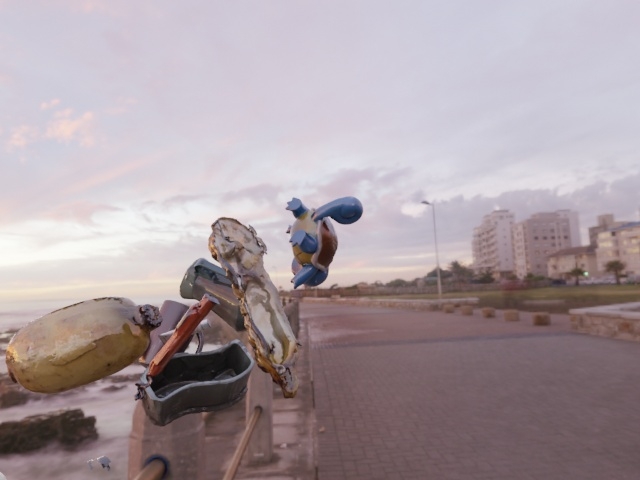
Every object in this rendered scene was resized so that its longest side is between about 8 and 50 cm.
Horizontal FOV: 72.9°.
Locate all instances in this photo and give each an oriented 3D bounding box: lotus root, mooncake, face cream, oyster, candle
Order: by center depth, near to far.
[{"bbox_3d":[-0.190,0.135,0.551,0.026,0.167,0.021,34,8,-39],"label":"candle"},{"bbox_3d":[-0.118,0.108,0.753,0.079,0.344,0.129,-30,-19,19],"label":"oyster"},{"bbox_3d":[-0.588,0.461,0.797,0.347,0.057,0.150,-1,19,-45],"label":"mooncake"},{"bbox_3d":[-0.459,0.199,0.862,0.285,0.160,0.146,-22,-6,-10],"label":"lotus root"},{"bbox_3d":[-0.308,0.207,0.987,0.115,0.020,0.038,-18,-47,-6],"label":"face cream"}]

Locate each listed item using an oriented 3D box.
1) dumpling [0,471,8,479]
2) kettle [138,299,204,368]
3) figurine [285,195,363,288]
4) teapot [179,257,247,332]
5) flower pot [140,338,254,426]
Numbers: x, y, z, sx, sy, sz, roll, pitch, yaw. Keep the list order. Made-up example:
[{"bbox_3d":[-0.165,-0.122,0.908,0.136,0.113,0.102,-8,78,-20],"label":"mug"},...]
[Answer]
[{"bbox_3d":[-0.782,0.591,0.967,0.124,0.228,0.151,-39,-16,-3],"label":"dumpling"},{"bbox_3d":[-0.509,0.351,1.500,0.202,0.232,0.144,31,-30,-19],"label":"kettle"},{"bbox_3d":[-0.032,-0.008,1.522,0.243,0.297,0.416,4,-46,-27],"label":"figurine"},{"bbox_3d":[-0.265,0.138,1.213,0.225,0.171,0.203,22,-35,12],"label":"teapot"},{"bbox_3d":[-0.260,0.304,0.924,0.230,0.108,0.103,-8,42,-31],"label":"flower pot"}]
